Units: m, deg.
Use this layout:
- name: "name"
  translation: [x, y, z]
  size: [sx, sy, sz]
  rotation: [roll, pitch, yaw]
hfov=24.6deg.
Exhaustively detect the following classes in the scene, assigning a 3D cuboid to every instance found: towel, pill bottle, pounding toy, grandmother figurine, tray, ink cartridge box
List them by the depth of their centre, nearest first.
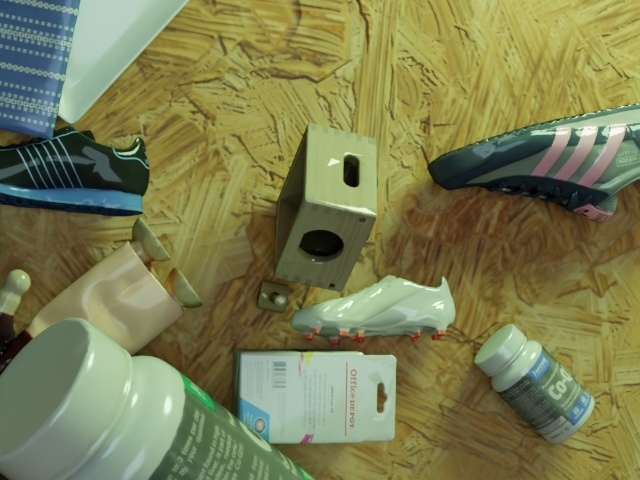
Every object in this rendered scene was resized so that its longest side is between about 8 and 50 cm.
- name: "pill bottle"
  translation: [-0.168, 0.250, 1.533]
  size: [0.361, 0.204, 0.204]
  rotation: [42, 82, -29]
- name: "towel"
  translation: [-0.375, -0.295, 1.601]
  size: [0.243, 0.040, 0.336]
  rotation: [11, 89, 3]
- name: "grandmother figurine"
  translation: [-0.295, 0.133, 1.615]
  size: [0.342, 0.104, 0.208]
  rotation: [-35, 87, -7]
- name: "pounding toy"
  translation: [-0.002, 0.011, 1.642]
  size: [0.094, 0.206, 0.181]
  rotation: [13, 44, -11]
- name: "tray"
  translation: [-0.244, -0.273, 1.656]
  size: [0.145, 0.030, 0.270]
  rotation: [43, 82, -8]
- name: "ink cartridge box"
  translation: [-0.008, 0.178, 1.688]
  size: [0.181, 0.061, 0.104]
  rotation: [2, 90, -11]
- name: "pill bottle"
  translation: [0.251, 0.168, 1.734]
  size: [0.137, 0.078, 0.078]
  rotation: [44, 82, -9]

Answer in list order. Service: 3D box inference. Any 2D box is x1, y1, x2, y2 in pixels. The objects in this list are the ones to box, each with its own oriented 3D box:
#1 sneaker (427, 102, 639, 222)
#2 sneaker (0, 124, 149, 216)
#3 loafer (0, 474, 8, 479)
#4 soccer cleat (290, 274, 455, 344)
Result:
- name: "sneaker"
  translation: [0.287, -0.077, 1.725]
  size: [0.319, 0.112, 0.131]
  rotation: [-12, 90, -10]
- name: "sneaker"
  translation: [-0.305, -0.083, 1.624]
  size: [0.232, 0.081, 0.090]
  rotation: [7, 80, -15]
- name: "loafer"
  translation: [-0.365, 0.279, 1.502]
  size: [0.366, 0.130, 0.134]
  rotation: [19, 101, -40]
- name: "soccer cleat"
  translation: [0.060, 0.078, 1.706]
  size: [0.196, 0.068, 0.076]
  rotation: [-1, 75, -13]
